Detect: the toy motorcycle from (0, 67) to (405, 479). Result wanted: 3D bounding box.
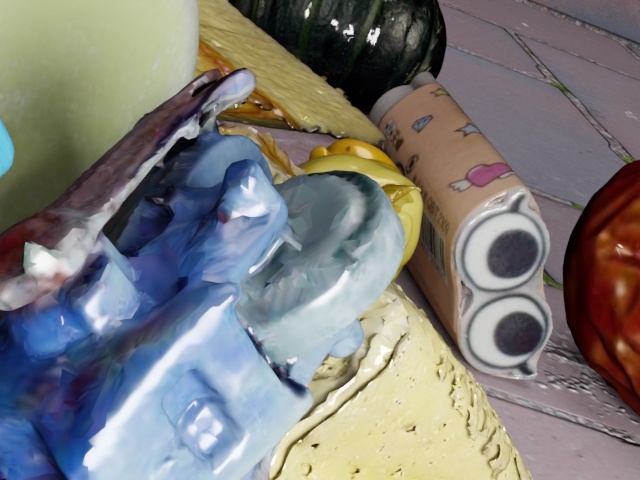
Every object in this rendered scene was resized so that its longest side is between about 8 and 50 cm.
[{"bbox_3d":[-0.105,0.075,0.902,0.182,0.319,0.241,48,-21,-6],"label":"toy motorcycle"}]

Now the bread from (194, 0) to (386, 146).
[{"bbox_3d":[-0.184,-0.222,1.569,0.405,0.242,0.346,6,2,29],"label":"bread"}]

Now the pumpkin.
[{"bbox_3d":[0.024,-0.243,2.058,0.250,0.216,0.250,19,-17,6],"label":"pumpkin"}]

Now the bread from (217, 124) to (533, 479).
[{"bbox_3d":[-0.032,0.127,1.110,0.248,0.279,0.315,42,-18,44],"label":"bread"}]

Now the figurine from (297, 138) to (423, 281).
[{"bbox_3d":[0.000,0.000,1.459,0.156,0.131,0.246,-12,12,36],"label":"figurine"}]

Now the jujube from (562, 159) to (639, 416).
[{"bbox_3d":[0.372,0.064,1.509,0.276,0.276,0.377,10,18,-39],"label":"jujube"}]

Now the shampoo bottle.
[{"bbox_3d":[-0.261,-0.148,1.185,0.317,0.322,0.322,29,17,37],"label":"shampoo bottle"}]

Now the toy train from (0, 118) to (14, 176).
[{"bbox_3d":[-0.309,-0.021,0.799,0.265,0.300,0.188,28,-29,38],"label":"toy train"}]

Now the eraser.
[{"bbox_3d":[0.113,-0.019,1.589,0.087,0.171,0.290,-8,25,-10],"label":"eraser"}]
